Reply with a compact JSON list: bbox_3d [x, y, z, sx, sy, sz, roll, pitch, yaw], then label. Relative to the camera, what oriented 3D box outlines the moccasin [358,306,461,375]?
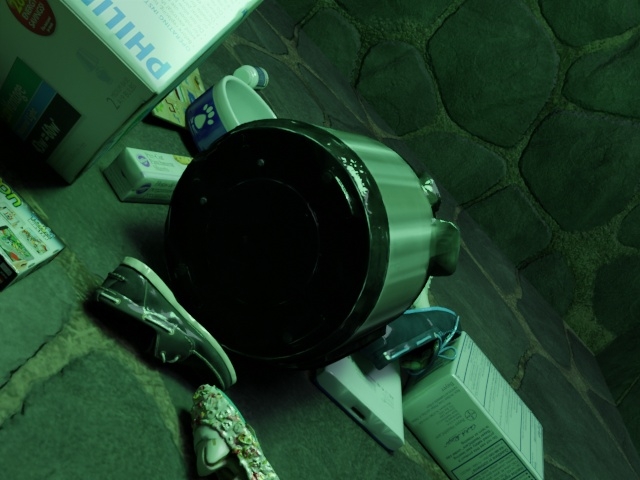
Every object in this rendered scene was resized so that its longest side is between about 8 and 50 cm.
[{"bbox_3d":[0.179,0.212,1.539,0.342,0.137,0.117,1,55,-47],"label":"moccasin"}]

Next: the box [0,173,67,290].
[{"bbox_3d":[-0.412,-0.044,0.922,0.207,0.036,0.114,49,19,-5],"label":"box"}]

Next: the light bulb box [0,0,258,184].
[{"bbox_3d":[-0.263,-0.315,1.070,0.225,0.358,0.361,45,56,-15],"label":"light bulb box"}]

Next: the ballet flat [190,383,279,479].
[{"bbox_3d":[-0.103,0.286,0.943,0.077,0.091,0.241,-19,65,-46],"label":"ballet flat"}]

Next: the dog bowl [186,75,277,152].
[{"bbox_3d":[-0.160,-0.212,1.636,0.265,0.104,0.265,50,19,-24],"label":"dog bowl"}]

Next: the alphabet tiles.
[{"bbox_3d":[-0.324,-0.360,1.587,0.285,0.011,0.342,70,16,11],"label":"alphabet tiles"}]

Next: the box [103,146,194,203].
[{"bbox_3d":[-0.246,-0.106,1.362,0.067,0.063,0.324,54,20,15],"label":"box"}]

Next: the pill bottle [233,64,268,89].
[{"bbox_3d":[-0.192,-0.440,2.087,0.067,0.067,0.120,51,19,3],"label":"pill bottle"}]

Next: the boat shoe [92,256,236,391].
[{"bbox_3d":[-0.207,0.130,1.035,0.233,0.084,0.079,50,56,-21],"label":"boat shoe"}]

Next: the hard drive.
[{"bbox_3d":[0.078,0.234,1.491,0.210,0.040,0.319,45,20,-16],"label":"hard drive"}]

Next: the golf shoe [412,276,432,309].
[{"bbox_3d":[0.216,0.085,1.649,0.069,0.086,0.176,-33,101,-81],"label":"golf shoe"}]

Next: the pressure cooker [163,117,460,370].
[{"bbox_3d":[0.002,-0.006,1.261,0.370,0.375,0.420,51,20,12],"label":"pressure cooker"}]

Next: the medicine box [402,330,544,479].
[{"bbox_3d":[0.322,0.376,1.607,0.289,0.149,0.263,51,19,0],"label":"medicine box"}]
